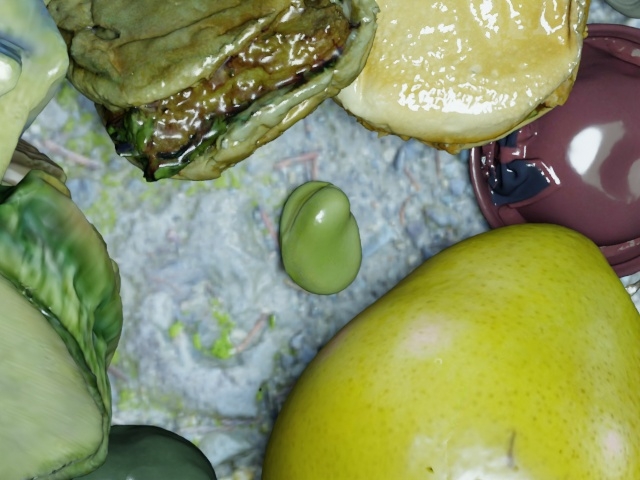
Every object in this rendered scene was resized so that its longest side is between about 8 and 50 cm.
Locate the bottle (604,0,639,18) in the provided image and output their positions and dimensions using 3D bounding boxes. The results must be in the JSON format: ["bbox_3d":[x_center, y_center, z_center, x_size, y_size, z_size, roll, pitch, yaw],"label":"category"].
[{"bbox_3d":[0.306,-0.258,1.022,0.233,0.110,0.110,-28,105,-13],"label":"bottle"}]

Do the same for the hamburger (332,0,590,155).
[{"bbox_3d":[0.085,-0.163,0.939,0.213,0.108,0.214,0,94,6],"label":"hamburger"}]

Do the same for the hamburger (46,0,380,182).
[{"bbox_3d":[-0.068,-0.131,0.879,0.183,0.206,0.130,-35,144,-1],"label":"hamburger"}]

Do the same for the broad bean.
[{"bbox_3d":[0.000,0.000,0.993,0.063,0.045,0.083,-18,111,-27],"label":"broad bean"}]

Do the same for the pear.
[{"bbox_3d":[0.111,0.145,0.927,0.284,0.285,0.336,23,88,-20],"label":"pear"}]

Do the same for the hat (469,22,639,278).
[{"bbox_3d":[0.213,-0.064,1.029,0.205,0.089,0.206,-2,98,-17],"label":"hat"}]

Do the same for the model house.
[{"bbox_3d":[-0.223,-0.021,0.784,0.261,0.321,0.266,27,48,-19],"label":"model house"}]

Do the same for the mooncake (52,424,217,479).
[{"bbox_3d":[-0.135,0.212,0.946,0.168,0.104,0.175,-40,104,-3],"label":"mooncake"}]
